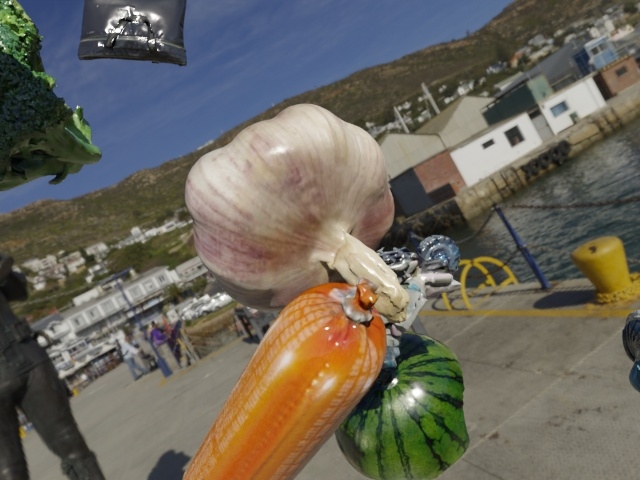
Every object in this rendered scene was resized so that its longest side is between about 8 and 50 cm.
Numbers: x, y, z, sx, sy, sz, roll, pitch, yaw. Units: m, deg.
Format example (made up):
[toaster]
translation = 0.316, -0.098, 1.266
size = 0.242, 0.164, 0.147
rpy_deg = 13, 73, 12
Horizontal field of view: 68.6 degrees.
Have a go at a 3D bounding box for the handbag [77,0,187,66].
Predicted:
[handbag]
translation = -0.451, -0.521, 1.142
size = 0.255, 0.210, 0.088
rpy_deg = -2, -15, -11

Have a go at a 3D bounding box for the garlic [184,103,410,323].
[garlic]
translation = 0.000, 0.000, 0.512
size = 0.245, 0.253, 0.245
rpy_deg = -25, -40, -23

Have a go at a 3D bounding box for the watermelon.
[watermelon]
translation = 0.149, 0.314, 0.995
size = 0.331, 0.189, 0.330
rpy_deg = -18, 31, 11

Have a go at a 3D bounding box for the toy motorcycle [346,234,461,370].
[toy motorcycle]
translation = 0.114, 0.106, 0.743
size = 0.239, 0.203, 0.108
rpy_deg = -9, 14, 1

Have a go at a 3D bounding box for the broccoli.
[broccoli]
translation = -0.410, -0.163, 0.578
size = 0.295, 0.265, 0.245
rpy_deg = 17, -6, 24

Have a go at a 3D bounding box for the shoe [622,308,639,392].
[shoe]
translation = 0.430, 0.147, 0.593
size = 0.106, 0.092, 0.207
rpy_deg = -55, -20, 2

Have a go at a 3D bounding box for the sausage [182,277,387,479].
[sausage]
translation = -0.032, 0.141, 0.393
size = 0.093, 0.093, 0.312
rpy_deg = -29, -25, -54
